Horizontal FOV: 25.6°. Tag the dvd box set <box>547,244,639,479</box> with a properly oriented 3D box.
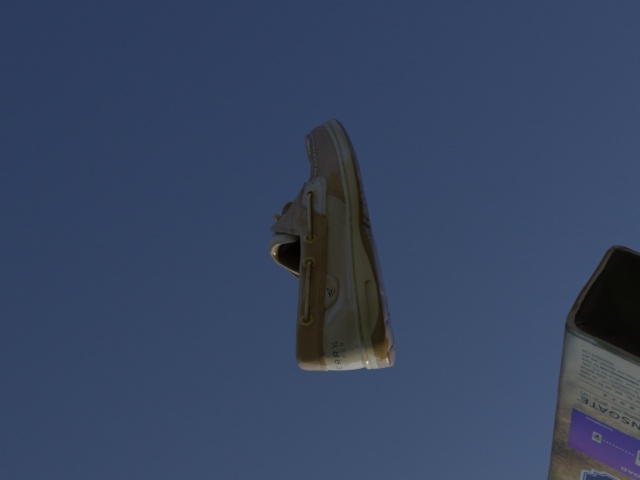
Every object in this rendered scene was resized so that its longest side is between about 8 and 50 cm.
[{"bbox_3d":[0.273,0.196,0.789,0.307,0.420,0.062,24,-119,21],"label":"dvd box set"}]

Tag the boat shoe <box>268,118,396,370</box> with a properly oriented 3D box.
[{"bbox_3d":[0.000,0.000,0.773,0.059,0.170,0.063,-12,-44,3],"label":"boat shoe"}]
